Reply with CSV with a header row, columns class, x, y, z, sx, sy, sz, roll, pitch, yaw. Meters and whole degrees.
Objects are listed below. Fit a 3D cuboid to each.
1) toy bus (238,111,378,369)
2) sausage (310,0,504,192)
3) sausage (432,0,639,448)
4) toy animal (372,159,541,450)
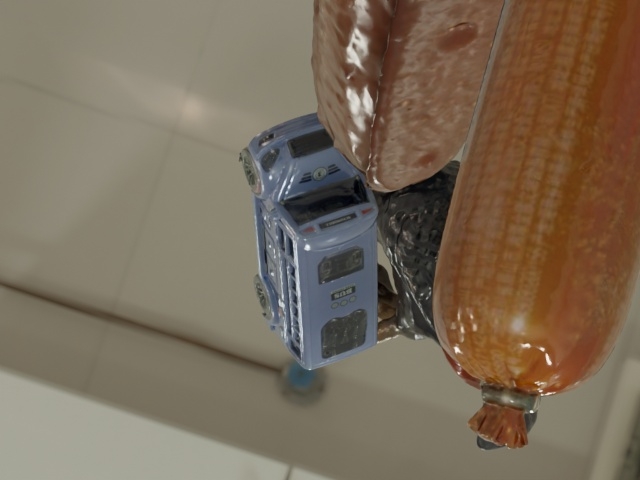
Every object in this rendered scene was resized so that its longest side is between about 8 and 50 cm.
class,x,y,z,sx,sy,sz,roll,pitch,yaw
toy bus,0.000,0.000,1.021,0.167,0.073,0.076,87,158,-44
sausage,0.049,-0.139,0.687,0.102,0.102,0.330,18,149,5
sausage,0.090,-0.113,0.438,0.053,0.348,0.053,15,170,3
toy animal,0.087,0.024,1.265,0.298,0.185,0.122,52,-142,6
